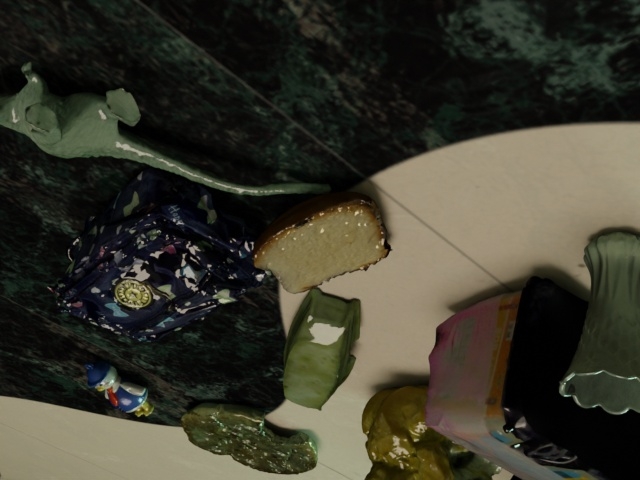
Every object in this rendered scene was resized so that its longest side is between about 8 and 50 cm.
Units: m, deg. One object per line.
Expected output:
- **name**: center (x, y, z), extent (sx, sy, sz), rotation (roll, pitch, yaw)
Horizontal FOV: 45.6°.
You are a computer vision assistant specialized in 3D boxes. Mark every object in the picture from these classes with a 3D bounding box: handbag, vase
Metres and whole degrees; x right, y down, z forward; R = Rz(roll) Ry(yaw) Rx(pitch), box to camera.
- **handbag**: center (-0.175, 0.029, 0.823), extent (0.162, 0.113, 0.260), rotation (31, 137, -33)
- **vase**: center (0.254, 0.066, 0.658), extent (0.081, 0.148, 0.081), rotation (13, 151, 7)

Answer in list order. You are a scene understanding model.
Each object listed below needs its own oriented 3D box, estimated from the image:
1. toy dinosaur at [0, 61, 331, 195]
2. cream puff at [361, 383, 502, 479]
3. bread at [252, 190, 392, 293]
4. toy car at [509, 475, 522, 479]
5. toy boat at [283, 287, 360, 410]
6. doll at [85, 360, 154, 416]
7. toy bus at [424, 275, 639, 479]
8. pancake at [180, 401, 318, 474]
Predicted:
- **toy dinosaur**: center (-0.180, -0.092, 0.665), extent (0.383, 0.076, 0.129), rotation (23, 179, 1)
- **cream puff**: center (0.137, 0.302, 1.033), extent (0.195, 0.194, 0.221), rotation (-9, 136, 33)
- **bread**: center (0.000, 0.000, 0.742), extent (0.129, 0.044, 0.126), rotation (-26, 144, 4)
- **toy car**: center (0.347, 0.472, 1.027), extent (0.271, 0.240, 0.341), rotation (25, 175, 27)
- **toy boat**: center (-0.005, 0.161, 0.992), extent (0.093, 0.055, 0.293), rotation (17, 146, 3)
- **doll**: center (-0.334, 0.241, 1.252), extent (0.099, 0.057, 0.143), rotation (-12, 132, 35)
- **toy bus**: center (0.292, 0.202, 0.840), extent (0.386, 0.171, 0.162), rotation (34, 153, -25)
- **pancake**: center (-0.127, 0.347, 1.332), extent (0.254, 0.037, 0.253), rotation (12, 146, 8)
